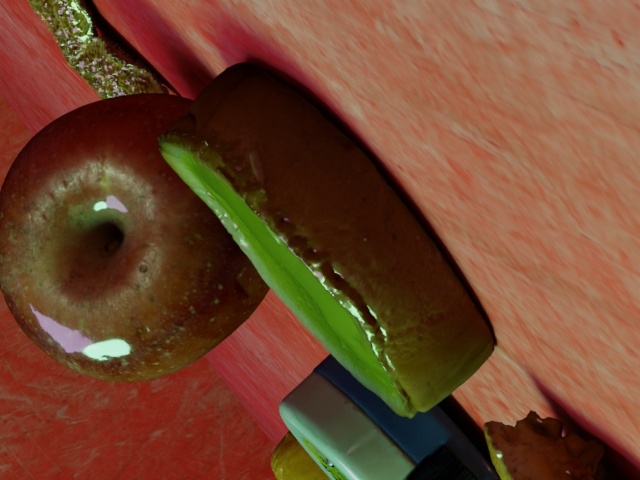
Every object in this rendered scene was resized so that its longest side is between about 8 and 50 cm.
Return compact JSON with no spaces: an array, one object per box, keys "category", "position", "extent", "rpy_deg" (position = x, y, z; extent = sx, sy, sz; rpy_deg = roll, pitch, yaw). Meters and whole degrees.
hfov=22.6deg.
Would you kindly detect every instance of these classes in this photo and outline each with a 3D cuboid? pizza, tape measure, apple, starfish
[{"category":"pizza","position":[0.152,0.156,0.897],"extent":[0.161,0.062,0.182],"rpy_deg":[43,176,-1]},{"category":"tape measure","position":[0.037,0.158,1.297],"extent":[0.215,0.098,0.351],"rpy_deg":[54,167,-33]},{"category":"apple","position":[-0.122,-0.002,1.113],"extent":[0.201,0.201,0.162],"rpy_deg":[48,-171,13]},{"category":"starfish","position":[-0.178,-0.144,1.307],"extent":[0.227,0.043,0.240],"rpy_deg":[47,173,23]}]

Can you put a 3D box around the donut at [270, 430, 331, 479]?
[{"category":"donut","position":[0.053,0.303,1.771],"extent":[0.277,0.108,0.277],"rpy_deg":[48,171,10]}]

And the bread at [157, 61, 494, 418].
[{"category":"bread","position":[0.000,0.000,0.943],"extent":[0.236,0.070,0.236],"rpy_deg":[48,172,9]}]
